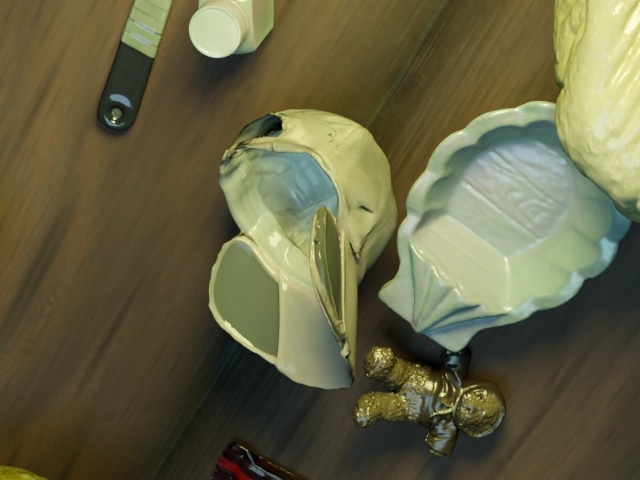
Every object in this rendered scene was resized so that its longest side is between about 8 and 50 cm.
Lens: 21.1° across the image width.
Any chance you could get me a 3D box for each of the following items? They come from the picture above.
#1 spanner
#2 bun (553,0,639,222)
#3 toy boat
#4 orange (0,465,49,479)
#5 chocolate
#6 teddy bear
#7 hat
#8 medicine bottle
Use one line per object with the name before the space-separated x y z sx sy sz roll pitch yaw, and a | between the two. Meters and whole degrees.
spanner | -0.159 -0.241 1.699 0.087 0.024 0.316 21 119 -2
bun | 0.352 -0.173 1.469 0.352 0.227 0.349 43 96 -2
toy boat | 0.179 -0.022 1.670 0.199 0.100 0.290 38 118 -5
orange | -0.360 0.399 1.963 0.271 0.210 0.368 33 121 5
chocolate | -0.038 0.295 1.927 0.182 0.028 0.086 30 122 -2
teddy bear | 0.113 0.164 1.800 0.160 0.078 0.119 12 97 -9
hat | -0.001 0.009 1.668 0.232 0.161 0.275 -20 77 63
medicine bottle | -0.084 -0.217 1.634 0.055 0.118 0.074 5 118 12
